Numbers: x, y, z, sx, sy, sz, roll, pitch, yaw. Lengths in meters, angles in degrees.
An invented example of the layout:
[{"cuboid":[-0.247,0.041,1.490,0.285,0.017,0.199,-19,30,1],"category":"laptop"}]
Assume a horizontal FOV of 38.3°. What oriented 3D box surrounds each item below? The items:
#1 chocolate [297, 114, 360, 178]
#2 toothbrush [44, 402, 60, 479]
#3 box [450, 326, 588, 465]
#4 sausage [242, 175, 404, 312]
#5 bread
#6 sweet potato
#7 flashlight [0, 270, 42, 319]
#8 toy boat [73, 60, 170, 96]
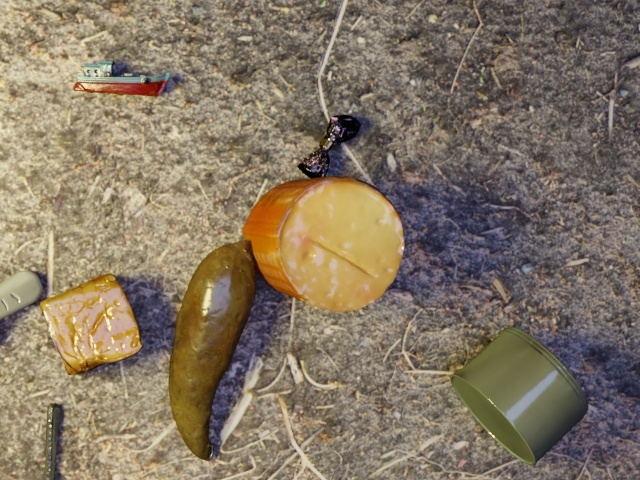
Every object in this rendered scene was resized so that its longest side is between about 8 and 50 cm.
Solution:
[{"cuboid":[0.016,-0.185,1.776,0.070,0.072,0.147,23,72,28],"category":"chocolate"},{"cuboid":[-0.489,0.439,1.655,0.030,0.030,0.297,3,89,-4],"category":"toothbrush"},{"cuboid":[0.381,0.297,1.770,0.149,0.226,0.226,-40,98,-12],"category":"box"},{"cuboid":[0.000,0.000,1.650,0.233,0.287,0.233,-1,93,-17],"category":"sausage"},{"cuboid":[-0.404,0.150,1.620,0.143,0.149,0.158,-19,94,-17],"category":"bread"},{"cuboid":[-0.207,0.199,1.684,0.130,0.130,0.422,12,94,-13],"category":"sweet potato"},{"cuboid":[-0.562,0.116,1.586,0.200,0.047,0.093,-36,122,-43],"category":"flashlight"},{"cuboid":[-0.360,-0.295,1.674,0.173,0.069,0.059,2,97,-9],"category":"toy boat"}]
